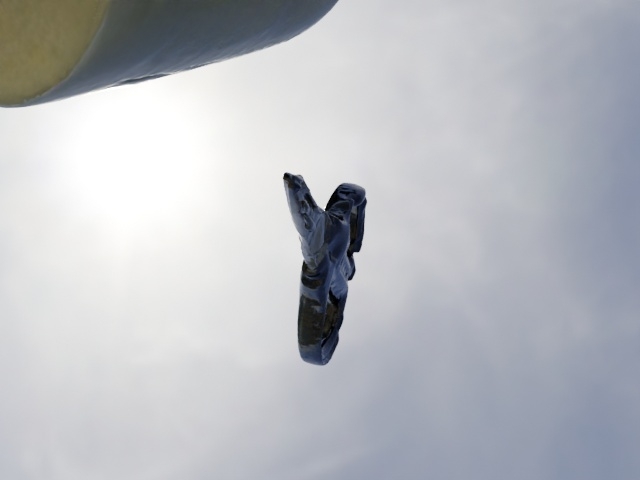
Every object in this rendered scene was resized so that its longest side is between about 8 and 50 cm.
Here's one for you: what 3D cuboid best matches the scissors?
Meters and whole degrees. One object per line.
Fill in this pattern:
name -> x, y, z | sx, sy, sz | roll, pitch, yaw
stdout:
scissors -> 0.000, 0.000, 1.072 | 0.300, 0.022, 0.109 | 71, 32, -78

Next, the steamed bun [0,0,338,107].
steamed bun -> -0.218, -0.297, 1.422 | 0.290, 0.371, 0.456 | -42, -101, 30
